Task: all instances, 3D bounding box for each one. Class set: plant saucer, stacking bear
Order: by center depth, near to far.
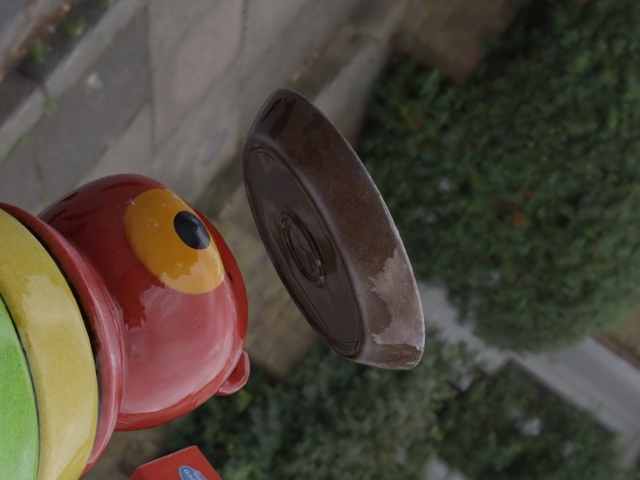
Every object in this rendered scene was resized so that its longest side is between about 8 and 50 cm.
[{"bbox_3d":[-0.145,0.048,0.568,0.289,0.175,0.164,-18,156,-46],"label":"stacking bear"},{"bbox_3d":[0.000,0.000,0.802,0.029,0.168,0.168,-26,162,-18],"label":"plant saucer"}]

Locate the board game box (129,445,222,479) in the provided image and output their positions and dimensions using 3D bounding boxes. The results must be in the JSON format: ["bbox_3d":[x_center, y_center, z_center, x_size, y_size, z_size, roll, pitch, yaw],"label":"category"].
[{"bbox_3d":[-0.073,0.356,1.138,0.064,0.316,0.242,-14,143,-46],"label":"board game box"}]
